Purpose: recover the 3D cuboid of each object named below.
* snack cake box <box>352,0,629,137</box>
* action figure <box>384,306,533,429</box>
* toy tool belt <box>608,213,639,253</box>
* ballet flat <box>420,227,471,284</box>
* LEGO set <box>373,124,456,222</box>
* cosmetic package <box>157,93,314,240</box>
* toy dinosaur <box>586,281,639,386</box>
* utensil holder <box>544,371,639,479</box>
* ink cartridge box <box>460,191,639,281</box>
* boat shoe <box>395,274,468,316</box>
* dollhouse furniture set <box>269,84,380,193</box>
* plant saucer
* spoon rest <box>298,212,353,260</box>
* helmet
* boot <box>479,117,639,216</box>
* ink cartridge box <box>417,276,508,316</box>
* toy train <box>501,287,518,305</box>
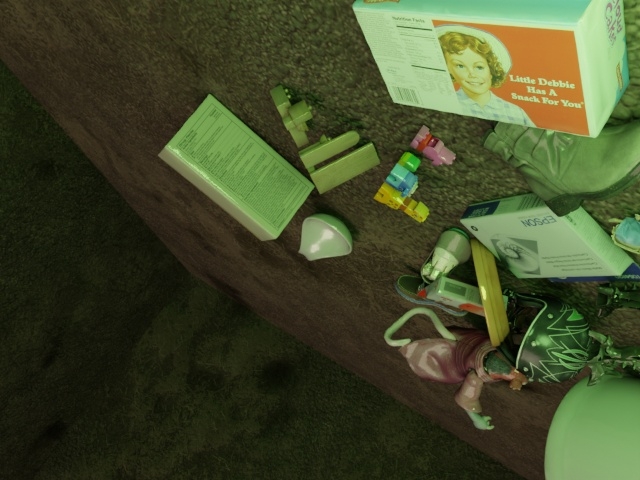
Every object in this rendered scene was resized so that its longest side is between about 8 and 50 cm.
[{"bbox_3d":[0.180,-0.213,0.703,0.264,0.089,0.152,21,156,38],"label":"snack cake box"},{"bbox_3d":[0.349,0.242,1.429,0.276,0.248,0.370,47,168,-5],"label":"action figure"},{"bbox_3d":[0.424,-0.010,0.852,0.083,0.052,0.051,16,163,46],"label":"toy tool belt"},{"bbox_3d":[0.248,0.043,1.303,0.072,0.068,0.213,33,163,9],"label":"ballet flat"},{"bbox_3d":[0.157,-0.089,1.089,0.093,0.087,0.227,35,164,2],"label":"LEGO set"},{"bbox_3d":[-0.185,-0.154,1.446,0.309,0.160,0.113,41,163,-15],"label":"cosmetic package"},{"bbox_3d":[0.526,0.138,0.974,0.218,0.164,0.322,7,132,29],"label":"toy dinosaur"},{"bbox_3d":[0.646,0.413,1.112,0.327,0.328,0.385,42,160,-21],"label":"utensil holder"},{"bbox_3d":[0.366,0.014,1.036,0.224,0.045,0.223,39,162,-15],"label":"ink cartridge box"},{"bbox_3d":[0.257,0.112,1.496,0.183,0.066,0.066,17,153,21],"label":"boat shoe"},{"bbox_3d":[0.008,-0.203,1.167,0.151,0.123,0.144,67,-175,37],"label":"dollhouse furniture set"},{"bbox_3d":[0.307,0.090,1.173,0.037,0.200,0.200,-11,146,13],"label":"plant saucer"},{"bbox_3d":[0.000,0.000,1.638,0.137,0.084,0.276,37,164,-6],"label":"spoon rest"},{"bbox_3d":[0.415,0.182,1.194,0.169,0.169,0.161,44,179,-26],"label":"helmet"},{"bbox_3d":[0.287,-0.121,0.774,0.161,0.083,0.246,41,162,0],"label":"boot"},{"bbox_3d":[0.287,0.131,1.356,0.145,0.045,0.179,18,160,-3],"label":"ink cartridge box"},{"bbox_3d":[0.373,0.127,1.363,0.036,0.027,0.158,37,163,6],"label":"toy train"}]
